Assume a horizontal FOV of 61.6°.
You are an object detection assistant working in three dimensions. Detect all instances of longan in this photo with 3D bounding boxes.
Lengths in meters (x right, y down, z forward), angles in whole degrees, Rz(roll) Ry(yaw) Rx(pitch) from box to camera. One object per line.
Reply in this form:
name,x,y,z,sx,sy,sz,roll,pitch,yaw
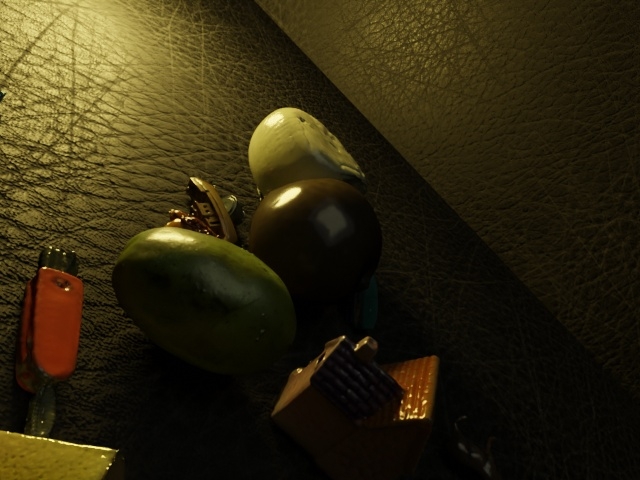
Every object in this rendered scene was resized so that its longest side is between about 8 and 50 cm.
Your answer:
longan,0.000,0.000,1.195,0.350,0.288,0.288,-11,59,-52

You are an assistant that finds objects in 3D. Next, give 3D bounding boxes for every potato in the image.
potato,-0.183,0.099,0.868,0.304,0.215,0.215,24,31,-17

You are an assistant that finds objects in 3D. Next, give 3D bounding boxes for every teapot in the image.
teapot,-0.212,-0.068,1.248,0.088,0.066,0.057,37,-6,44

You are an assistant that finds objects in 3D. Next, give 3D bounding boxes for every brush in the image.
brush,-0.371,0.129,0.729,0.070,0.051,0.323,32,24,-38

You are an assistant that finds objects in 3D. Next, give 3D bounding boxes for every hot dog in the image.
hot dog,-0.218,0.031,1.061,0.249,0.076,0.102,47,29,3

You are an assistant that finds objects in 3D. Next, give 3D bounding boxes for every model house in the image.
model house,0.084,0.275,0.949,0.237,0.237,0.202,45,27,2

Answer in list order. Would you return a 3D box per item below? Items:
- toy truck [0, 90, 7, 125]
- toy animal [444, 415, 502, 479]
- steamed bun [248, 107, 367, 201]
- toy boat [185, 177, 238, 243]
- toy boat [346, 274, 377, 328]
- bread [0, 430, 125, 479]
toy truck,-0.568,-0.218,0.908,0.056,0.090,0.073,32,28,-25
toy animal,0.360,0.514,1.183,0.214,0.093,0.186,34,22,-4
steamed bun,-0.055,-0.191,1.459,0.334,0.233,0.312,21,31,-55
toy boat,-0.244,-0.054,1.171,0.072,0.064,0.206,-4,51,-39
toy boat,0.085,0.132,1.341,0.091,0.110,0.174,9,85,-49
bread,-0.340,0.297,0.529,0.264,0.163,0.167,10,31,1
